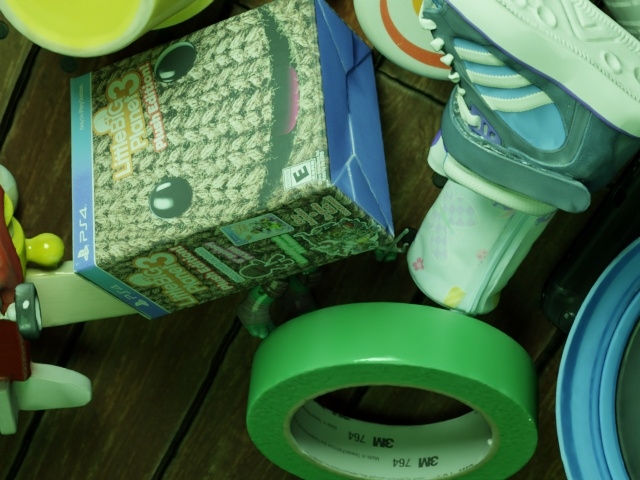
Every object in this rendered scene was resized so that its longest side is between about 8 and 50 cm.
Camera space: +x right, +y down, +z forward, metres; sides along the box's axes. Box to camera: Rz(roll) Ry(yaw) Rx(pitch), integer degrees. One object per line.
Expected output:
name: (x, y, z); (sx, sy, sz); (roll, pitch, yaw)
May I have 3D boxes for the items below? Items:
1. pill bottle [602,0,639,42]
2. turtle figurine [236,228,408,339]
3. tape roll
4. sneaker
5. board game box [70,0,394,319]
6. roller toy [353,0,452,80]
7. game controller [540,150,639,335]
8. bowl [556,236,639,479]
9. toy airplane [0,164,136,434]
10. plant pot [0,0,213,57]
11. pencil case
pill bottle: (0.383, -0.217, 1.559); (0.204, 0.204, 0.361); (-28, 111, 26)
turtle figurine: (0.000, 0.000, 1.842); (0.175, 0.118, 0.234); (0, 135, -37)
tape roll: (0.080, 0.184, 1.883); (0.321, 0.077, 0.321); (3, 146, 2)
sneaker: (0.137, -0.147, 1.542); (0.323, 0.130, 0.236); (37, 133, -14)
board game box: (-0.093, -0.083, 1.715); (0.291, 0.232, 0.141); (-18, 150, 22)
roller toy: (0.127, -0.266, 1.621); (0.191, 0.146, 0.209); (-18, 127, 20)
game controller: (0.369, -0.001, 1.793); (0.166, 0.067, 0.319); (20, 125, -17)
bowl: (0.407, 0.163, 1.619); (0.391, 0.077, 0.391); (-4, 84, 41)
toy airplane: (-0.367, 0.045, 1.896); (0.384, 0.272, 0.386); (-27, 149, 37)
plant pot: (-0.202, -0.296, 1.626); (0.254, 0.239, 0.254); (6, 123, 9)
pencil case: (0.195, -0.047, 1.758); (0.113, 0.124, 0.273); (1, 135, -36)
